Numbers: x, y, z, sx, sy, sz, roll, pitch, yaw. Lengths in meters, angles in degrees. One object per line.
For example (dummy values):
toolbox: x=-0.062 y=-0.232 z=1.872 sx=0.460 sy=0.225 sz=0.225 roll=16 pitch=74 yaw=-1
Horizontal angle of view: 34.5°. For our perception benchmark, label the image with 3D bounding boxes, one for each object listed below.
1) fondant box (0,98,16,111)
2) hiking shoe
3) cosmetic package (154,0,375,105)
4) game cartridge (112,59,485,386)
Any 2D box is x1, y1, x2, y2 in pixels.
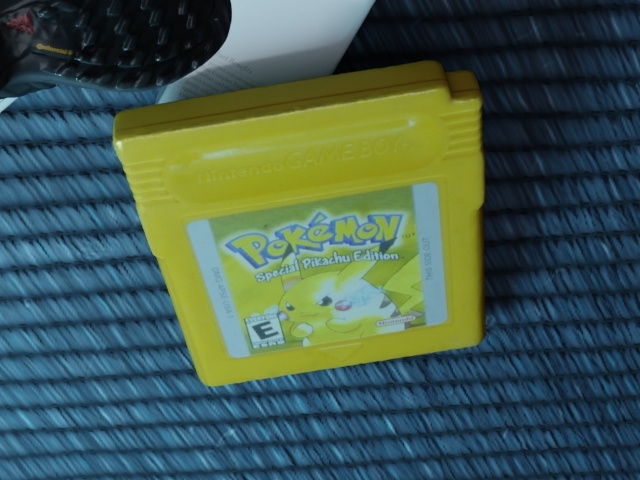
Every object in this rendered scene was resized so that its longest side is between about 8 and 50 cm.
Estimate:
fondant box: x=-0.196 y=-0.202 z=0.751 sx=0.330 sy=0.238 sz=0.096 roll=-35 pitch=113 yaw=13
hiking shoe: x=-0.166 y=-0.129 z=0.608 sx=0.227 sy=0.114 sz=0.086 roll=-16 pitch=116 yaw=-27
cosmetic package: x=-0.040 y=-0.175 z=0.856 sx=0.117 sy=0.085 sz=0.231 roll=28 pitch=109 yaw=-15
game cartridge: x=0.000 y=0.000 z=0.891 sx=0.285 sy=0.052 sz=0.323 roll=-9 pitch=138 yaw=2
